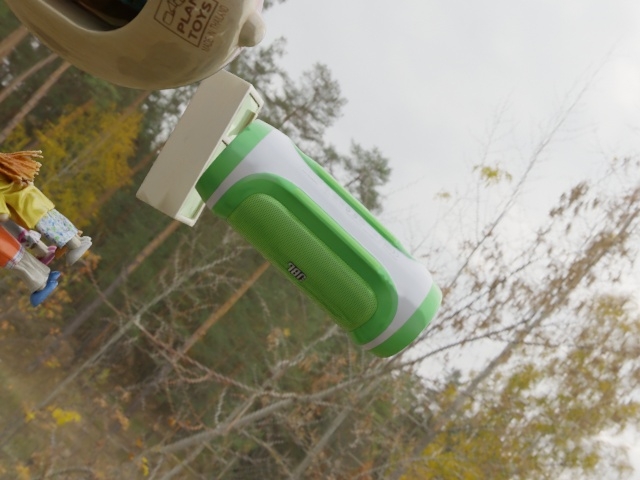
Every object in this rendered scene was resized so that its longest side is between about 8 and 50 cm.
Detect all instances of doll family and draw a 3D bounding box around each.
[{"bbox_3d":[-0.338,-0.045,0.773,0.163,0.118,0.263,47,-10,-22],"label":"doll family"}]

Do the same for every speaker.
[{"bbox_3d":[0.000,0.000,0.810,0.296,0.131,0.131,43,-15,-6],"label":"speaker"}]

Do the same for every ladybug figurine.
[{"bbox_3d":[-0.234,-0.357,0.848,0.449,0.305,0.162,39,26,13],"label":"ladybug figurine"}]

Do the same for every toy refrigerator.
[{"bbox_3d":[-0.209,-0.165,1.251,0.094,0.270,0.102,29,-3,11],"label":"toy refrigerator"}]
